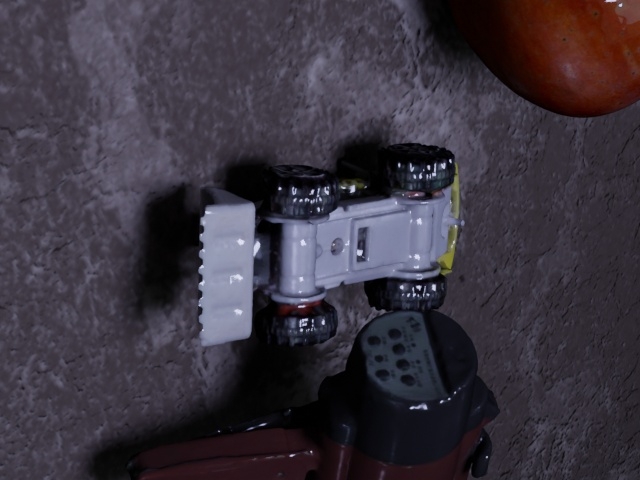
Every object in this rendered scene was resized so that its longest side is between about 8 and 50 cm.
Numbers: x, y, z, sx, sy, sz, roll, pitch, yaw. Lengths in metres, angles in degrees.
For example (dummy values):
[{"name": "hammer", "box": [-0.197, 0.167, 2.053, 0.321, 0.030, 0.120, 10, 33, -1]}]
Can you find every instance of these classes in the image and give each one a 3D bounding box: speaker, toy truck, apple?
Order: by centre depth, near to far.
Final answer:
[{"name": "toy truck", "box": [0.000, 0.000, 1.346, 0.286, 0.111, 0.136, -11, 109, -41]}, {"name": "apple", "box": [0.193, -0.217, 1.348, 0.234, 0.234, 0.234, -24, 128, -36]}, {"name": "speaker", "box": [0.003, 0.189, 1.393, 0.198, 0.259, 0.329, -70, 165, -45]}]
